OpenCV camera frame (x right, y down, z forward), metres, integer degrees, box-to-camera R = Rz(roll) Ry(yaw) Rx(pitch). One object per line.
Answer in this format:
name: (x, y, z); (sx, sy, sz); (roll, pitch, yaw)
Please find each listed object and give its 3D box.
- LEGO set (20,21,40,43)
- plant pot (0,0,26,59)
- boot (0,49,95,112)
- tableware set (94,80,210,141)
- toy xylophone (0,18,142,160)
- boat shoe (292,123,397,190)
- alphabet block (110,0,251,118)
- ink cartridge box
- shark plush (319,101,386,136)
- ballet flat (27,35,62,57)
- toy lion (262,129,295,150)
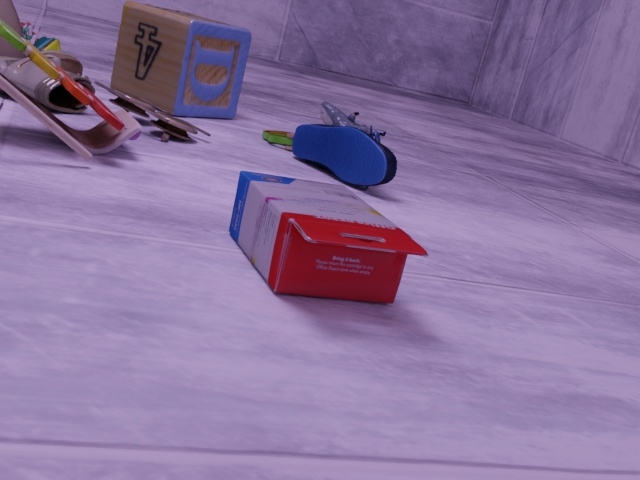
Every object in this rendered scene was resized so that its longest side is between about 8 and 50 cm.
LEGO set: (-0.762, -0.508, 1.900); (0.287, 0.107, 0.132); (13, 16, -4)
plant pot: (-0.664, -0.402, 1.463); (0.284, 0.191, 0.284); (14, 15, -4)
boot: (-0.454, -0.277, 1.422); (0.165, 0.077, 0.213); (20, 21, 22)
tableware set: (-0.297, -0.212, 1.410); (0.194, 0.039, 0.128); (30, 9, 29)
toy xylophone: (-0.378, -0.218, 1.090); (0.322, 0.081, 0.236); (41, -1, -42)
boat shoe: (0.054, -0.159, 1.410); (0.089, 0.109, 0.258); (6, 19, -39)
alphabet block: (-0.288, -0.371, 1.682); (0.197, 0.193, 0.192); (24, 17, 32)
ink cartridge box: (0.000, 0.000, 0.846); (0.134, 0.078, 0.231); (7, 17, -23)
shark plush: (0.068, -0.266, 1.864); (0.161, 0.067, 0.073); (22, 17, 27)
ballet flat: (-0.568, -0.384, 1.713); (0.077, 0.077, 0.231); (52, -4, -25)
toy lion: (-0.073, -0.201, 1.586); (0.096, 0.034, 0.100); (12, 14, 19)
